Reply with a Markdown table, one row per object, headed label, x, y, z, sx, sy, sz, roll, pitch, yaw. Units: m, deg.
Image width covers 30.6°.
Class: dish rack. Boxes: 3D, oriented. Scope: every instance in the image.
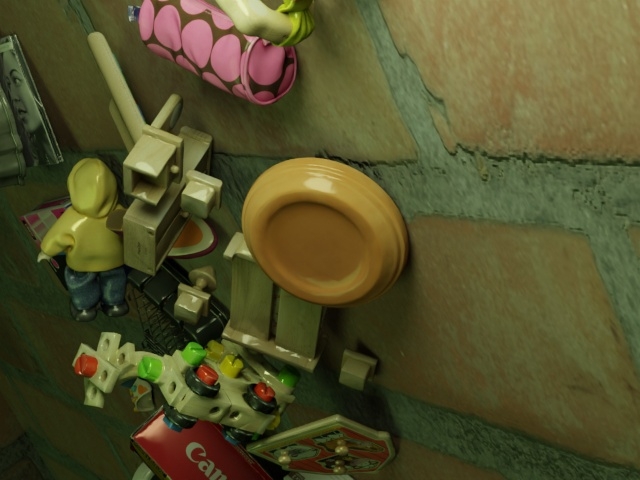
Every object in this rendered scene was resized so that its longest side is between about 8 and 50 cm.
| label | x | y | z | sx | sy | sz | roll | pitch | yaw |
| --- | --- | --- | --- | --- | --- | --- | --- | --- | --- |
| dish rack | -0.233 | 0.162 | 1.983 | 0.208 | 0.074 | 0.271 | 40 | 153 | 27 |

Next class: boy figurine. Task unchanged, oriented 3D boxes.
| label | x | y | z | sx | sy | sz | roll | pitch | yaw |
| --- | --- | --- | --- | --- | --- | --- | --- | --- | --- |
| boy figurine | -0.380 | -0.002 | 1.929 | 0.092 | 0.177 | 0.285 | -126 | 31 | -54 |

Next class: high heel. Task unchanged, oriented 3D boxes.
| label | x | y | z | sx | sy | sz | roll | pitch | yaw |
| --- | --- | --- | --- | --- | --- | --- | --- | --- | --- |
| high heel | -0.218 | 0.004 | 1.794 | 0.244 | 0.082 | 0.117 | 3 | 158 | 41 |

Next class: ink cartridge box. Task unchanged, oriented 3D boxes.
| label | x | y | z | sx | sy | sz | roll | pitch | yaw |
| --- | --- | --- | --- | --- | --- | --- | --- | --- | --- |
| ink cartridge box | -0.427 | 0.004 | 2.126 | 0.371 | 0.069 | 0.176 | -7 | 116 | 58 |
| ink cartridge box | -0.191 | 0.423 | 2.084 | 0.309 | 0.130 | 0.272 | 45 | 162 | 5 |

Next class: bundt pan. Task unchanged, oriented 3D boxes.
| label | x | y | z | sx | sy | sz | roll | pitch | yaw |
| --- | --- | --- | --- | --- | --- | --- | --- | --- | --- |
| bundt pan | -0.636 | -0.226 | 2.037 | 0.331 | 0.124 | 0.331 | 47 | 151 | 36 |

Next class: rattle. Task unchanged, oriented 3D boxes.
| label | x | y | z | sx | sy | sz | roll | pitch | yaw |
| --- | --- | --- | --- | --- | --- | --- | --- | --- | --- |
| rattle | -0.052 | -0.300 | 1.138 | 0.143 | 0.130 | 0.199 | -54 | 47 | 52 |

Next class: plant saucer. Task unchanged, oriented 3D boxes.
| label | x | y | z | sx | sy | sz | roll | pitch | yaw |
| --- | --- | --- | --- | --- | --- | --- | --- | --- | --- |
| plant saucer | 0.000 | 0.000 | 1.335 | 0.200 | 0.037 | 0.200 | 10 | 126 | 14 |

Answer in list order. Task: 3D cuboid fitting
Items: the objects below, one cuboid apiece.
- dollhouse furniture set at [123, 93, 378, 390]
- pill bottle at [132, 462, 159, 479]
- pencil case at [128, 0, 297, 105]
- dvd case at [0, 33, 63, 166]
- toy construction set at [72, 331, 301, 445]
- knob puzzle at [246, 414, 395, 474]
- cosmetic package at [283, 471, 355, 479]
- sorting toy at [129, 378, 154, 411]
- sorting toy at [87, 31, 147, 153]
| label | x | y | z | sx | sy | sz | roll | pitch | yaw |
| --- | --- | --- | --- | --- | --- | --- | --- | --- | --- |
| dollhouse furniture set | -0.057 | -0.007 | 1.516 | 0.355 | 0.174 | 0.303 | 21 | 144 | 8 |
| pill bottle | -0.264 | 0.538 | 2.381 | 0.278 | 0.162 | 0.162 | 14 | 134 | 52 |
| pencil case | -0.118 | -0.227 | 1.312 | 0.209 | 0.095 | 0.098 | 29 | 124 | 37 |
| dvd case | -0.512 | -0.231 | 1.978 | 0.164 | 0.018 | 0.221 | 1 | 113 | 53 |
| toy construction set | -0.168 | 0.186 | 1.618 | 0.215 | 0.328 | 0.151 | 51 | 125 | 46 |
| knob puzzle | 0.021 | 0.307 | 1.653 | 0.213 | 0.213 | 0.030 | 106 | 166 | -58 |
| cosmetic package | 0.017 | 0.462 | 1.918 | 0.117 | 0.085 | 0.231 | 35 | 146 | 34 |
| sorting toy | -0.382 | 0.311 | 2.450 | 0.083 | 0.045 | 0.075 | 95 | 152 | -53 |
| sorting toy | -0.254 | -0.162 | 1.593 | 0.208 | 0.038 | 0.193 | 95 | 149 | -70 |
